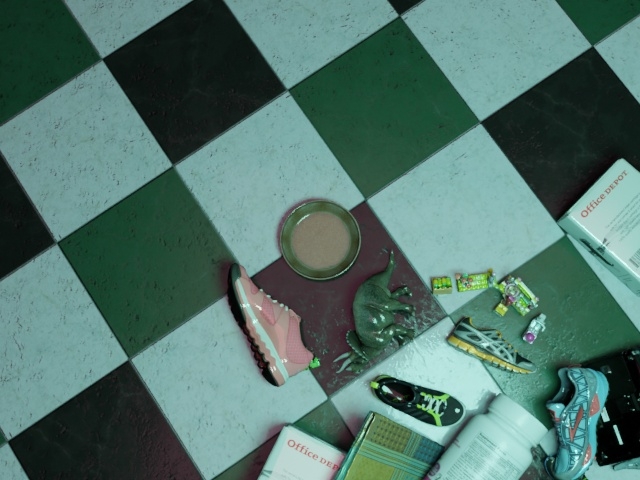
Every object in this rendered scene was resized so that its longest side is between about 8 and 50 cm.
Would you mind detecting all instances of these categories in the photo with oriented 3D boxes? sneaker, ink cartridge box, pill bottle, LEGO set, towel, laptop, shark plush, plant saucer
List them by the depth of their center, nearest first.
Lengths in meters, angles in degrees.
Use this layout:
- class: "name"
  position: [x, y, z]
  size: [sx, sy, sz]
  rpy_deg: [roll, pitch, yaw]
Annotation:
- class: "towel"
  position: [0.115, 0.588, 1.644]
  size: [0.271, 0.040, 0.370]
  rpy_deg: [34, 79, -35]
- class: "sneaker"
  position: [0.550, 0.405, 1.651]
  size: [0.125, 0.104, 0.261]
  rpy_deg: [22, 74, -14]
- class: "pill bottle"
  position: [0.372, 0.496, 1.659]
  size: [0.160, 0.160, 0.283]
  rpy_deg: [40, 84, 8]
- class: "sneaker"
  position: [0.593, 0.564, 1.679]
  size: [0.067, 0.078, 0.188]
  rpy_deg: [-40, 79, -3]
- class: "ink cartridge box"
  position: [-0.048, 0.591, 1.685]
  size: [0.207, 0.117, 0.282]
  rpy_deg: [26, 83, 6]
- class: "shark plush"
  position: [0.752, 0.499, 1.688]
  size: [0.161, 0.067, 0.073]
  rpy_deg: [2, 81, 3]
- class: "laptop"
  position: [0.748, 0.376, 1.715]
  size: [0.265, 0.137, 0.234]
  rpy_deg: [-24, 67, 24]
- class: "sneaker"
  position: [0.225, 0.380, 1.716]
  size: [0.235, 0.097, 0.084]
  rpy_deg: [16, 82, 5]
- class: "sneaker"
  position: [0.412, 0.253, 1.738]
  size: [0.215, 0.084, 0.083]
  rpy_deg: [25, 78, 7]
- class: "LEGO set"
  position: [0.410, 0.125, 1.744]
  size: [0.287, 0.107, 0.132]
  rpy_deg: [27, 83, 6]
- class: "ink cartridge box"
  position: [0.738, -0.030, 1.750]
  size: [0.273, 0.114, 0.197]
  rpy_deg: [44, 86, 7]
- class: "sneaker"
  position: [-0.123, 0.190, 1.775]
  size: [0.136, 0.116, 0.313]
  rpy_deg: [-22, 79, -21]
- class: "plant saucer"
  position: [0.000, 0.000, 1.819]
  size: [0.199, 0.036, 0.198]
  rpy_deg: [0, 80, 2]

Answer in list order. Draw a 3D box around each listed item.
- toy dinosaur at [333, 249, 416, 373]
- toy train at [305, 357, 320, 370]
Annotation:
- class: "toy dinosaur"
  position: [0.137, 0.170, 1.745]
  size: [0.161, 0.121, 0.313]
  rpy_deg: [9, 85, -10]
- class: "toy train"
  position: [-0.041, 0.306, 1.782]
  size: [0.083, 0.017, 0.023]
  rpy_deg: [-18, 91, 0]
